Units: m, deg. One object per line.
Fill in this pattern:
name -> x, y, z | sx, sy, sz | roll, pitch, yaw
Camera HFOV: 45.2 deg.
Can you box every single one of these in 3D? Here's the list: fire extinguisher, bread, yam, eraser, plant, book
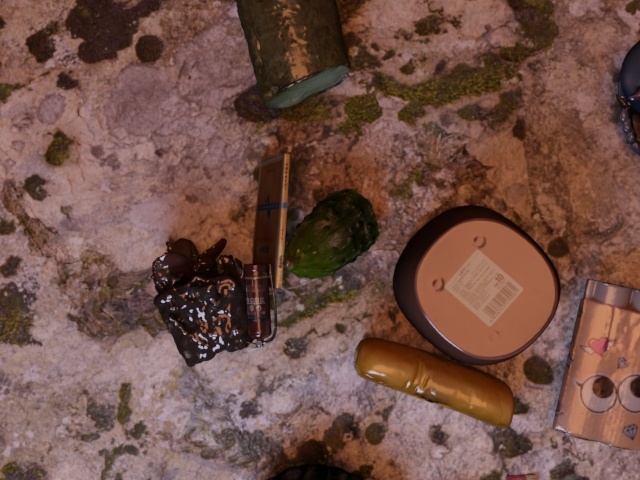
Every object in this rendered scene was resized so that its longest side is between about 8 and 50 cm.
fire extinguisher -> -0.109, 0.119, 1.359 | 0.064, 0.043, 0.158 | -3, 95, 7
bread -> 0.208, 0.257, 1.420 | 0.305, 0.142, 0.091 | 19, 88, 0
yam -> -0.057, -0.411, 1.421 | 0.195, 0.195, 0.300 | -15, 90, 3
eraser -> 0.540, 0.228, 1.426 | 0.171, 0.087, 0.290 | 13, 90, 2
plant -> -0.214, 0.104, 1.430 | 0.178, 0.204, 0.234 | -16, 94, 0
book -> -0.094, -0.036, 1.434 | 0.018, 0.170, 0.242 | 4, 88, -20

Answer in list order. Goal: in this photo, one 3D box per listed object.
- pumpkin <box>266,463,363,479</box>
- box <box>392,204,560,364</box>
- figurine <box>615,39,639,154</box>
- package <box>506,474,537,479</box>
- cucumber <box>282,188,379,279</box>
pumpkin -> -0.015, 0.553, 1.365 | 0.296, 0.296, 0.296 | 0, 89, 4
box -> 0.284, 0.085, 1.383 | 0.301, 0.216, 0.301 | 0, 91, 2
figurine -> 0.644, -0.251, 1.389 | 0.197, 0.175, 0.265 | -1, 81, 8
package -> 0.386, 0.488, 1.461 | 0.059, 0.029, 0.083 | -7, 78, 11
cucumber -> 0.002, 0.003, 1.379 | 0.134, 0.244, 0.134 | 12, 116, 27
